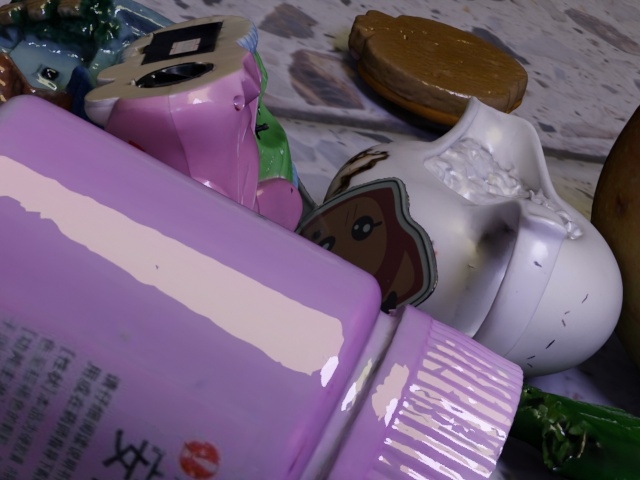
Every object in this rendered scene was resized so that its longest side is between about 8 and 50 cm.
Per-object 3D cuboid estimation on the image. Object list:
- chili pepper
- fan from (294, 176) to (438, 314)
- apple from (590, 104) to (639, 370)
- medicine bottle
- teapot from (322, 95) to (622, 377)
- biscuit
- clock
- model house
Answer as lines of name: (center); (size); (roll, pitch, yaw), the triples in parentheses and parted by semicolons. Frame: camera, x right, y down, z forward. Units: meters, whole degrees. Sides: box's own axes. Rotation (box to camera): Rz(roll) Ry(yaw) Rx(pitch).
chili pepper: (0.202, 0.139, 1.172); (0.224, 0.061, 0.098); (12, 17, -24)
fan: (0.000, 0.000, 1.159); (0.009, 0.132, 0.220); (41, 15, -40)
apple: (0.338, -0.008, 1.292); (0.319, 0.319, 0.277); (-4, 31, -48)
medicine bottle: (-0.063, 0.069, 0.911); (0.290, 0.178, 0.178); (29, 26, -2)
teapot: (0.109, 0.005, 1.203); (0.208, 0.166, 0.300); (33, 7, -13)
biscuit: (0.094, -0.143, 1.591); (0.170, 0.050, 0.170); (16, 25, -8)
clock: (-0.059, -0.020, 1.075); (0.100, 0.195, 0.194); (-11, 18, 7)
model house: (-0.159, -0.079, 1.168); (0.148, 0.119, 0.149); (26, 34, -5)
